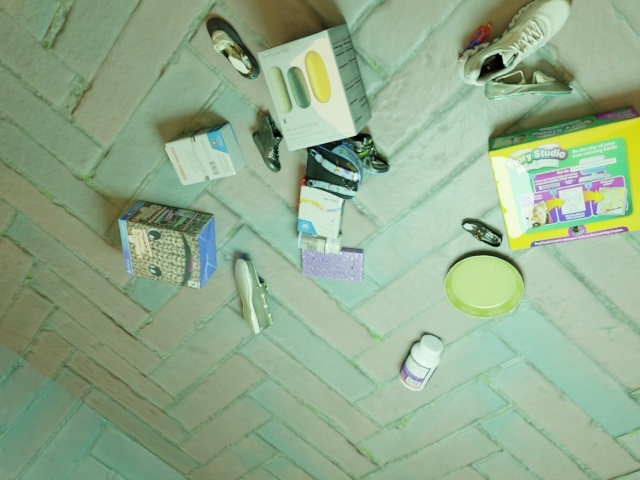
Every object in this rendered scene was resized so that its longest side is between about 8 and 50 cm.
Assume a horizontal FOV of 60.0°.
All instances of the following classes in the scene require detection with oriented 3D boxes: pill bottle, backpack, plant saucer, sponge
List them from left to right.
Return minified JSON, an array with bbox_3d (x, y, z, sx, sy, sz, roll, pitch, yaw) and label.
[{"bbox_3d":[0.000,0.000,1.807,0.137,0.078,0.078,11,123,10],"label":"pill bottle"},{"bbox_3d":[0.042,0.076,1.870,0.209,0.031,0.117,6,123,13],"label":"sponge"},{"bbox_3d":[0.051,-0.206,1.577,0.173,0.117,0.158,25,134,20],"label":"backpack"},{"bbox_3d":[0.356,0.426,1.944,0.108,0.108,0.194,22,124,3],"label":"pill bottle"},{"bbox_3d":[0.518,0.142,1.763,0.240,0.037,0.241,8,122,12],"label":"plant saucer"}]

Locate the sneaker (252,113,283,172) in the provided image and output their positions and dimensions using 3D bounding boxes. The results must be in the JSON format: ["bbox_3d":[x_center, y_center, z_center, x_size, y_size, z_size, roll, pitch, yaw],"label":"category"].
[{"bbox_3d":[-0.146,-0.293,1.686,0.089,0.051,0.170,-20,110,31],"label":"sneaker"}]

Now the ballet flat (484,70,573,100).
[{"bbox_3d":[0.528,-0.397,1.408,0.213,0.072,0.068,0,110,16],"label":"ballet flat"}]

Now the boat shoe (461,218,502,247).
[{"bbox_3d":[0.486,-0.023,1.669,0.132,0.042,0.049,26,127,2],"label":"boat shoe"}]

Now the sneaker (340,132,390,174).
[{"bbox_3d":[0.130,-0.264,1.611,0.188,0.067,0.078,42,129,-7],"label":"sneaker"}]

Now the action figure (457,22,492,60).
[{"bbox_3d":[0.397,-0.501,1.408,0.038,0.030,0.115,35,122,-1],"label":"action figure"}]

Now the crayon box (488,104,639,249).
[{"bbox_3d":[0.665,-0.157,1.492,0.362,0.106,0.313,-11,116,22],"label":"crayon box"}]

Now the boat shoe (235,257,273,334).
[{"bbox_3d":[-0.234,0.191,1.990,0.109,0.091,0.305,30,134,52],"label":"boat shoe"}]

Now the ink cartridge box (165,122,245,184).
[{"bbox_3d":[-0.362,-0.271,1.744,0.202,0.086,0.148,-7,118,22],"label":"ink cartridge box"}]

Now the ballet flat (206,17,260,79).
[{"bbox_3d":[-0.250,-0.536,1.557,0.074,0.074,0.203,-33,107,31],"label":"ballet flat"}]

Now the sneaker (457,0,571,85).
[{"bbox_3d":[0.473,-0.471,1.334,0.292,0.118,0.110,-36,109,19],"label":"sneaker"}]

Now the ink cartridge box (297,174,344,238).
[{"bbox_3d":[0.008,-0.132,1.723,0.134,0.078,0.231,12,123,9],"label":"ink cartridge box"}]

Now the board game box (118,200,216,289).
[{"bbox_3d":[-0.527,0.016,1.938,0.290,0.141,0.232,10,123,10],"label":"board game box"}]

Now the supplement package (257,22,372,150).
[{"bbox_3d":[-0.008,-0.407,1.471,0.199,0.198,0.263,-10,111,22],"label":"supplement package"}]
